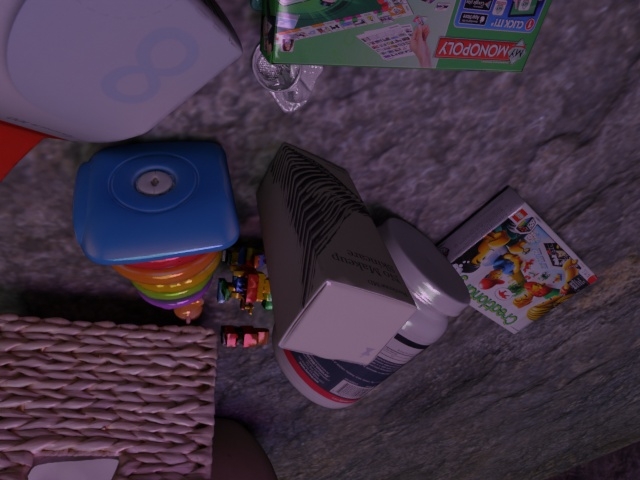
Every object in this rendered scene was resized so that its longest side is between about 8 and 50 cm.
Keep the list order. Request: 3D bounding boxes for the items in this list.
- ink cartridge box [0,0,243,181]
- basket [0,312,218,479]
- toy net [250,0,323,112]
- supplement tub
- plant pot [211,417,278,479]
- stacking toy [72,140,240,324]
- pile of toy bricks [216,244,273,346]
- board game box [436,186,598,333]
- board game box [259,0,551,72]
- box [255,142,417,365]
[{"bbox_3d":[-0.292,-0.124,0.331,0.385,0.091,0.308,-35,169,14],"label":"ink cartridge box"},{"bbox_3d":[-0.335,0.300,0.630,0.329,0.266,0.331,9,140,-18],"label":"basket"},{"bbox_3d":[-0.053,-0.235,0.439,0.122,0.045,0.232,-9,131,-8],"label":"toy net"},{"bbox_3d":[0.071,0.116,0.668,0.191,0.191,0.272,29,117,-32],"label":"supplement tub"},{"bbox_3d":[-0.232,0.506,0.921,0.284,0.190,0.284,-8,131,-9],"label":"plant pot"},{"bbox_3d":[-0.198,0.026,0.575,0.166,0.175,0.301,-8,145,-14],"label":"stacking toy"},{"bbox_3d":[-0.076,0.068,0.567,0.105,0.212,0.117,5,96,-18],"label":"pile of toy bricks"},{"bbox_3d":[0.349,0.053,0.776,0.305,0.053,0.193,30,117,-33],"label":"board game box"},{"bbox_3d":[0.106,-0.277,0.407,0.318,0.046,0.213,-7,132,-22],"label":"board game box"},{"bbox_3d":[0.000,0.000,0.497,0.113,0.275,0.094,19,120,-28],"label":"box"}]
